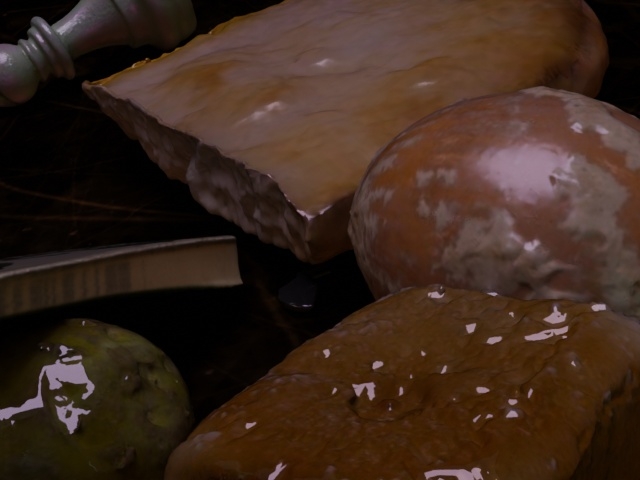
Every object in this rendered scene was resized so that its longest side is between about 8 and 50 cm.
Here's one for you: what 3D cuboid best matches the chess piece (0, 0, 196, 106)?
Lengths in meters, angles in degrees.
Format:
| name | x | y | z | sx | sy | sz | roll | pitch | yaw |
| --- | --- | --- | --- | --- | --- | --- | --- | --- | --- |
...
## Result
| name | x | y | z | sx | sy | sz | roll | pitch | yaw |
| --- | --- | --- | --- | --- | --- | --- | --- | --- | --- |
| chess piece | -0.281 | -0.221 | 1.578 | 0.272 | 0.139 | 0.139 | -35 | 33 | -13 |

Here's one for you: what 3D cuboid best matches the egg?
| name | x | y | z | sx | sy | sz | roll | pitch | yaw |
| --- | --- | --- | --- | --- | --- | --- | --- | --- | --- |
| egg | 0.134 | 0.006 | 0.872 | 0.245 | 0.203 | 0.203 | 20 | 39 | 18 |

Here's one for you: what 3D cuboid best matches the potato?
| name | x | y | z | sx | sy | sz | roll | pitch | yaw |
| --- | --- | --- | --- | --- | --- | --- | --- | --- | --- |
| potato | -0.222 | 0.126 | 0.887 | 0.298 | 0.141 | 0.176 | -6 | 9 | 18 |

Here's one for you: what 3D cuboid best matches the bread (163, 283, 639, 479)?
| name | x | y | z | sx | sy | sz | roll | pitch | yaw |
| --- | --- | --- | --- | --- | --- | --- | --- | --- | --- |
| bread | 0.063 | 0.135 | 0.708 | 0.196 | 0.176 | 0.246 | 7 | 27 | 35 |

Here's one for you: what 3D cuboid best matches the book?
| name | x | y | z | sx | sy | sz | roll | pitch | yaw |
| --- | --- | --- | --- | --- | --- | --- | --- | --- | --- |
| book | -0.241 | 0.033 | 0.979 | 0.260 | 0.043 | 0.371 | -5 | 1 | 19 |

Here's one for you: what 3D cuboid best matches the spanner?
| name | x | y | z | sx | sy | sz | roll | pitch | yaw |
| --- | --- | --- | --- | --- | --- | --- | --- | --- | --- |
| spanner | 0.000 | 0.000 | 1.146 | 0.046 | 0.012 | 0.208 | -8 | 29 | 12 |

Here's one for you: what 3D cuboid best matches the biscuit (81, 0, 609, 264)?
| name | x | y | z | sx | sy | sz | roll | pitch | yaw |
| --- | --- | --- | --- | --- | --- | --- | --- | --- | --- |
| biscuit | 0.032 | -0.138 | 1.281 | 0.446 | 0.104 | 0.429 | -30 | 31 | -29 |
